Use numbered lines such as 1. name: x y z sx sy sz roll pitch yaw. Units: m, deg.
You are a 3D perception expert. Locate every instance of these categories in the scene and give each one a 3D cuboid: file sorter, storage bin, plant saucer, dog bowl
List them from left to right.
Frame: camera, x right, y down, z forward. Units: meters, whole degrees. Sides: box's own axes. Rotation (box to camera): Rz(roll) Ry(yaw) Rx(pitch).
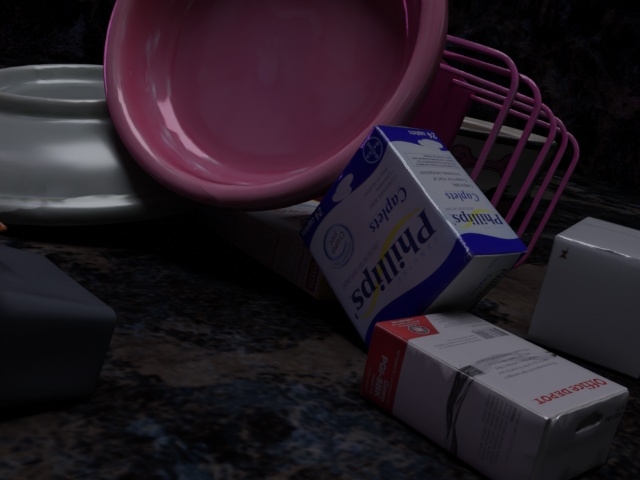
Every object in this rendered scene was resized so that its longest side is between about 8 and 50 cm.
1. storage bin: -0.183 0.037 0.419 0.135 0.098 0.091 25 9 41
2. plant saucer: -0.269 -0.131 0.826 0.401 0.100 0.400 4 23 -2
3. plant saucer: -0.042 -0.183 0.690 0.332 0.332 0.084 19 -5 24
4. dog bowl: 0.214 -0.156 1.366 0.408 0.150 0.408 11 14 -3
5. file sorter: 0.146 -0.090 0.809 0.182 0.202 0.291 28 7 29

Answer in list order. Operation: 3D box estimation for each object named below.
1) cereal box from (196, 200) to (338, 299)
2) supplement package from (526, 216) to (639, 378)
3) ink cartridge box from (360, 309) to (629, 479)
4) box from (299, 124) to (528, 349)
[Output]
1. cereal box: 0.000 0.000 0.781 0.173 0.047 0.240 3 16 -39
2. supplement package: 0.283 0.047 0.721 0.105 0.105 0.179 20 16 25
3. ink cartridge box: 0.109 0.098 0.476 0.099 0.056 0.135 -2 19 -42
4. box: 0.067 0.001 0.585 0.072 0.126 0.137 -2 49 -43
